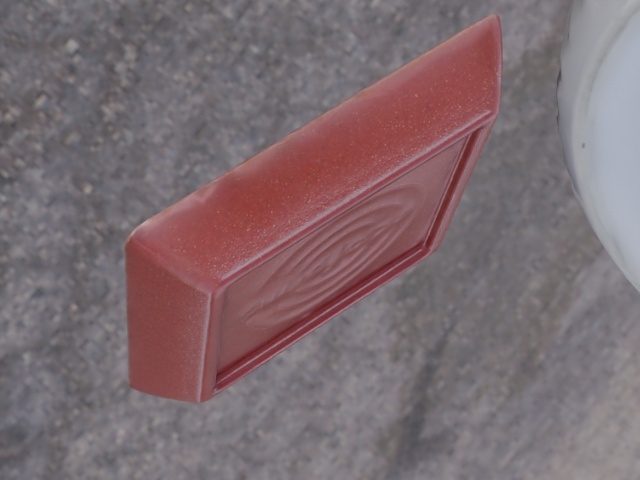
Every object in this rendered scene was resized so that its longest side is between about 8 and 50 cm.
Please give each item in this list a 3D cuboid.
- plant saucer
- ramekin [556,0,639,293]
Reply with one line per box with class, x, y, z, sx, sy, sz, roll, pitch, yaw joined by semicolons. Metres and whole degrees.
plant saucer;0.000;0.000;0.920;0.258;0.048;0.259;-32;164;-19
ramekin;0.208;-0.056;0.523;0.273;0.273;0.127;100;17;-47
